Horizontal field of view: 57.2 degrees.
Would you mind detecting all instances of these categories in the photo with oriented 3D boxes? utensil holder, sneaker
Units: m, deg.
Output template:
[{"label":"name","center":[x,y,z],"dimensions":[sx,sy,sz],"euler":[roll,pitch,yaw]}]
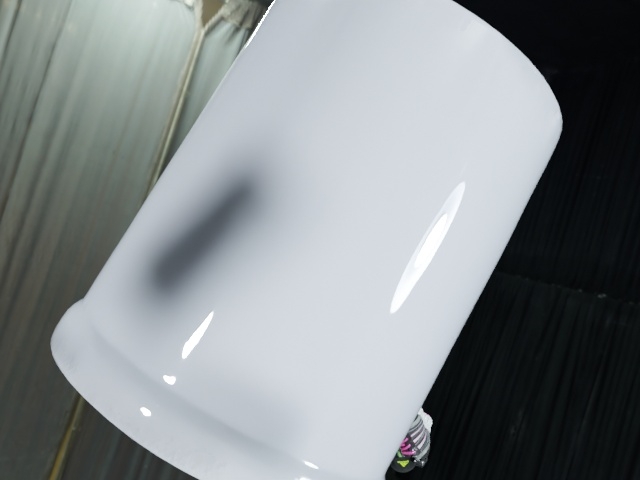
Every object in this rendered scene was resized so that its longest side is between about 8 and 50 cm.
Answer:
[{"label":"utensil holder","center":[0.000,0.000,0.560],"dimensions":[0.327,0.385,0.327],"euler":[31,-4,2]},{"label":"sneaker","center":[0.101,0.247,0.728],"dimensions":[0.063,0.075,0.170],"euler":[-7,-26,22]}]
